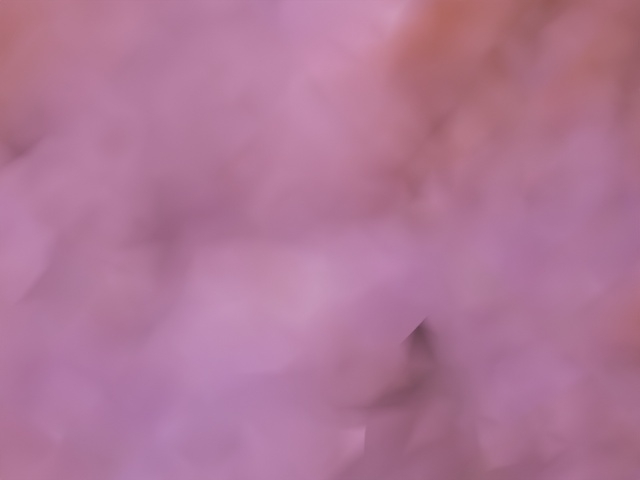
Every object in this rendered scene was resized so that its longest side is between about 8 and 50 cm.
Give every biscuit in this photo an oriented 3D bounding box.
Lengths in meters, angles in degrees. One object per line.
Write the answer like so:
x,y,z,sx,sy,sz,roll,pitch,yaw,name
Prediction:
-0.024,0.035,0.500,0.429,0.104,0.446,35,102,-25,biscuit
